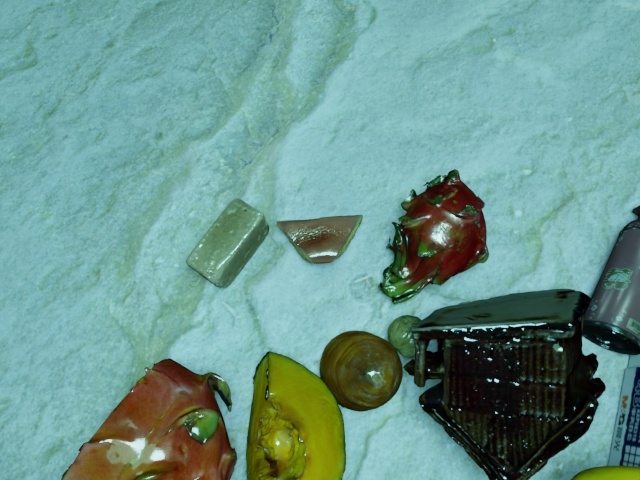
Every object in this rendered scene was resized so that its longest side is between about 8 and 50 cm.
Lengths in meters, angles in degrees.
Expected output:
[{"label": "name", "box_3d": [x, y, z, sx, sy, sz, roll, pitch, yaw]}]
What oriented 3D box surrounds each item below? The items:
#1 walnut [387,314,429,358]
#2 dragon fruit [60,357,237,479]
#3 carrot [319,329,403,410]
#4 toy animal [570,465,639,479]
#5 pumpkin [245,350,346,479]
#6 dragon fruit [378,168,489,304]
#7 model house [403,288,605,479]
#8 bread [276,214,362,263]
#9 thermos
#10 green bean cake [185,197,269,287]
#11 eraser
[{"label": "walnut", "box_3d": [0.176, 0.190, 0.884, 0.092, 0.092, 0.092, -1, 71, 2]}, {"label": "dragon fruit", "box_3d": [-0.252, 0.372, 0.740, 0.225, 0.305, 0.305, 29, 74, 3]}, {"label": "carrot", "box_3d": [0.075, 0.238, 0.802, 0.159, 0.225, 0.159, 0, 76, 1]}, {"label": "toy animal", "box_3d": [0.481, 0.478, 0.616, 0.277, 0.345, 0.247, 22, 48, 3]}, {"label": "pumpkin", "box_3d": [-0.049, 0.370, 0.792, 0.148, 0.169, 0.312, 11, 36, -15]}, {"label": "dragon fruit", "box_3d": [0.214, -0.008, 0.908, 0.269, 0.198, 0.200, -29, 83, 7]}, {"label": "model house", "box_3d": [0.342, 0.256, 0.807, 0.297, 0.317, 0.283, -6, 93, 33]}, {"label": "bread", "box_3d": [0.000, 0.000, 0.962, 0.192, 0.067, 0.119, -2, 63, 0]}, {"label": "thermos", "box_3d": [0.643, 0.055, 0.883, 0.109, 0.136, 0.330, 33, 75, 2]}, {"label": "green bean cake", "box_3d": [-0.192, 0.008, 0.945, 0.085, 0.109, 0.179, 32, 75, 11]}, {"label": "eraser", "box_3d": [0.611, 0.312, 0.801, 0.086, 0.130, 0.287, 21, 72, 7]}]
